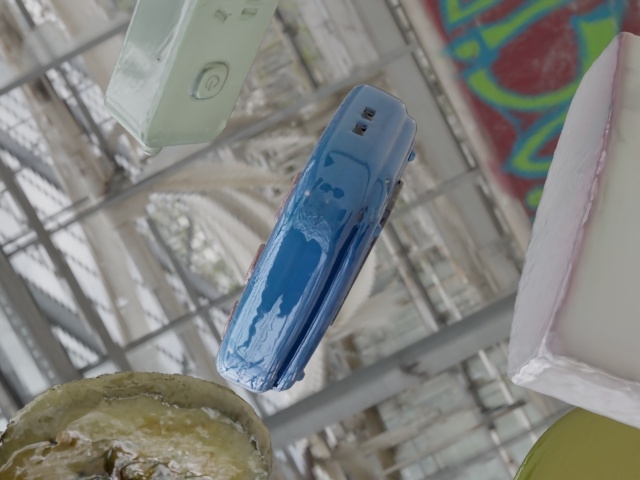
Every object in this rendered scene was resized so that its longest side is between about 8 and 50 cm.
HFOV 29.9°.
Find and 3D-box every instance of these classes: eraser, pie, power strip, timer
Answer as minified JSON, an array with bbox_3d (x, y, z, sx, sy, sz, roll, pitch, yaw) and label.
[{"bbox_3d":[0.235,0.028,0.558,0.095,0.270,0.174,122,168,-65],"label":"eraser"},{"bbox_3d":[-0.173,0.218,1.049,0.274,0.274,0.055,60,-176,-42],"label":"pie"},{"bbox_3d":[-0.058,-0.216,0.836,0.091,0.385,0.062,-13,-132,-47],"label":"power strip"},{"bbox_3d":[0.000,0.000,1.372,0.115,0.340,0.309,26,-149,0],"label":"timer"}]

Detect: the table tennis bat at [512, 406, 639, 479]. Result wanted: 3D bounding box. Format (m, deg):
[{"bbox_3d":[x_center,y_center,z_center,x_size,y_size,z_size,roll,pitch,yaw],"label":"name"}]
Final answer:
[{"bbox_3d":[0.274,0.187,0.944,0.224,0.369,0.054,42,159,-10],"label":"table tennis bat"}]
